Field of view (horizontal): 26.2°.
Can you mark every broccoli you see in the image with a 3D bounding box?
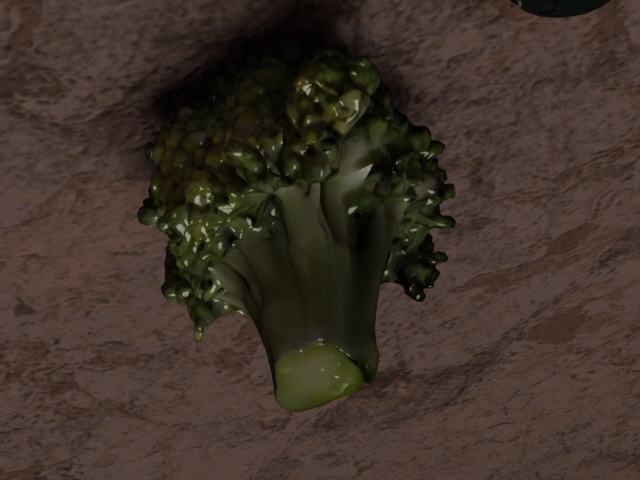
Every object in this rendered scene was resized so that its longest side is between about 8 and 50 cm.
[{"bbox_3d":[0.000,0.000,0.943,0.247,0.243,0.263,19,131,-26],"label":"broccoli"}]

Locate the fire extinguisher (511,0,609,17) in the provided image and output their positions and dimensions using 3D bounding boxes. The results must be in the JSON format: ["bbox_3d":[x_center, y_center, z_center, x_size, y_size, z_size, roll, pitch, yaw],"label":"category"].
[{"bbox_3d":[0.108,-0.249,0.738,0.095,0.114,0.311,-54,154,-13],"label":"fire extinguisher"}]
